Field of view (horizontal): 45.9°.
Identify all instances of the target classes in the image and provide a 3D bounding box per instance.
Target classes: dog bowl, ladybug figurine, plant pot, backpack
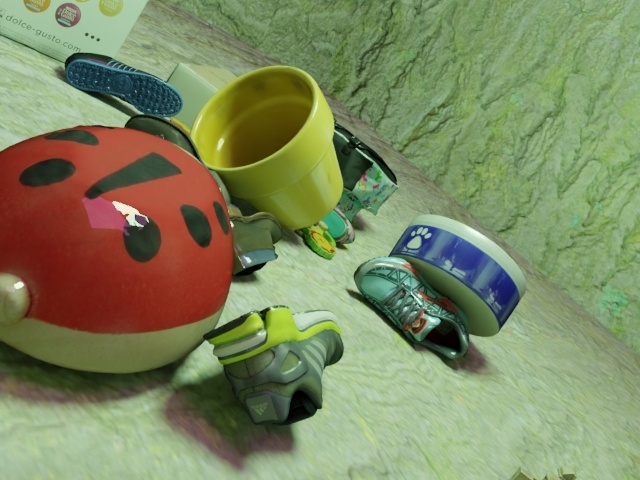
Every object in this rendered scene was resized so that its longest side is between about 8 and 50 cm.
[{"bbox_3d":[0.264,0.073,1.495,0.265,0.104,0.265,32,-19,13],"label":"dog bowl"},{"bbox_3d":[-0.223,-0.014,0.825,0.305,0.161,0.449,35,15,-5],"label":"ladybug figurine"},{"bbox_3d":[-0.076,-0.150,1.400,0.254,0.254,0.239,51,-4,43],"label":"plant pot"},{"bbox_3d":[0.062,-0.161,1.819,0.225,0.191,0.254,42,12,30],"label":"backpack"}]

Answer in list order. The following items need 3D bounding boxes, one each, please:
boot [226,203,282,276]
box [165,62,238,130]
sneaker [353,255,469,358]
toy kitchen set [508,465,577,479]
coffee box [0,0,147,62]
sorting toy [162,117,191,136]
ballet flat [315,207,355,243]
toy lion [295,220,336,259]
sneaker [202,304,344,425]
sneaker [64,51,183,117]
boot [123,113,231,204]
[{"bbox_3d":[-0.110,0.013,1.208,0.219,0.082,0.106,12,49,-65],"label":"boot"},{"bbox_3d":[-0.247,-0.315,1.748,0.148,0.121,0.311,37,15,2],"label":"box"},{"bbox_3d":[0.178,0.125,1.392,0.262,0.104,0.125,32,18,-12],"label":"sneaker"},{"bbox_3d":[0.326,0.345,1.116,0.075,0.068,0.083,37,15,5],"label":"toy kitchen set"},{"bbox_3d":[-0.557,-0.599,1.523,0.338,0.334,0.338,19,23,-48],"label":"coffee box"},{"bbox_3d":[-0.259,-0.183,1.488,0.208,0.038,0.193,34,16,-8],"label":"sorting toy"},{"bbox_3d":[0.002,-0.068,1.668,0.221,0.077,0.079,50,2,29],"label":"ballet flat"},{"bbox_3d":[0.000,0.000,1.523,0.096,0.034,0.100,50,19,23],"label":"toy lion"},{"bbox_3d":[-0.039,0.150,0.880,0.300,0.111,0.121,18,54,-70],"label":"sneaker"},{"bbox_3d":[-0.385,-0.315,1.491,0.232,0.081,0.090,18,25,-26],"label":"sneaker"},{"bbox_3d":[-0.267,-0.119,1.180,0.263,0.091,0.229,43,16,16],"label":"boot"}]
